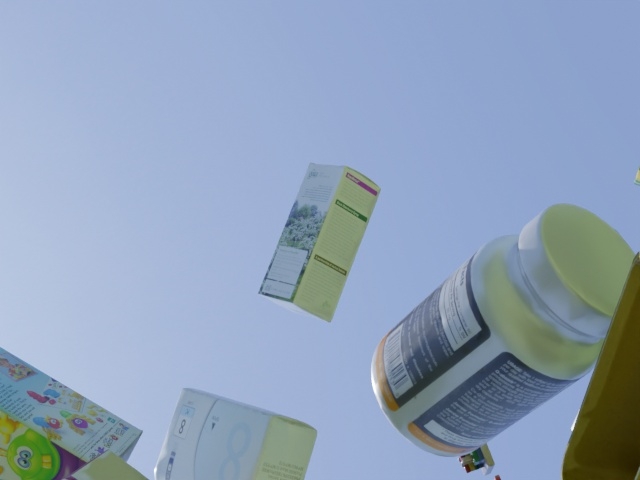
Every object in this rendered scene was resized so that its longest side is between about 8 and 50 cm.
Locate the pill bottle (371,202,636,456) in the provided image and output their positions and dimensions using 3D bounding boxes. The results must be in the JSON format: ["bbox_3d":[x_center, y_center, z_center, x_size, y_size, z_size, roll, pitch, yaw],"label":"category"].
[{"bbox_3d":[0.185,0.095,0.941,0.162,0.278,0.162,21,-134,-23],"label":"pill bottle"}]

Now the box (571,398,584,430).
[{"bbox_3d":[0.453,0.299,1.414,0.101,0.087,0.102,3,-141,-7],"label":"box"}]

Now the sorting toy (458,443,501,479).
[{"bbox_3d":[0.248,0.338,1.561,0.046,0.132,0.274,-20,-111,-1],"label":"sorting toy"}]

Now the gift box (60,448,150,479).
[{"bbox_3d":[-0.226,0.404,0.987,0.258,0.276,0.255,34,-156,11],"label":"gift box"}]

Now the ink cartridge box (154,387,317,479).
[{"bbox_3d":[-0.170,0.425,1.358,0.091,0.308,0.385,26,-104,-30],"label":"ink cartridge box"}]

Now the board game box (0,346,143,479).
[{"bbox_3d":[-0.413,0.273,1.266,0.275,0.144,0.142,30,-77,4],"label":"board game box"}]

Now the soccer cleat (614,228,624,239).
[{"bbox_3d":[0.451,0.097,1.769,0.116,0.331,0.143,10,-124,-31],"label":"soccer cleat"}]

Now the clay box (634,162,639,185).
[{"bbox_3d":[0.418,-0.085,0.848,0.222,0.053,0.127,18,-100,16],"label":"clay box"}]

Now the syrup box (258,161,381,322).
[{"bbox_3d":[0.000,0.000,1.481,0.096,0.093,0.237,30,-104,-40],"label":"syrup box"}]

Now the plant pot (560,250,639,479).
[{"bbox_3d":[0.297,0.158,0.662,0.187,0.212,0.212,15,-69,7],"label":"plant pot"}]
